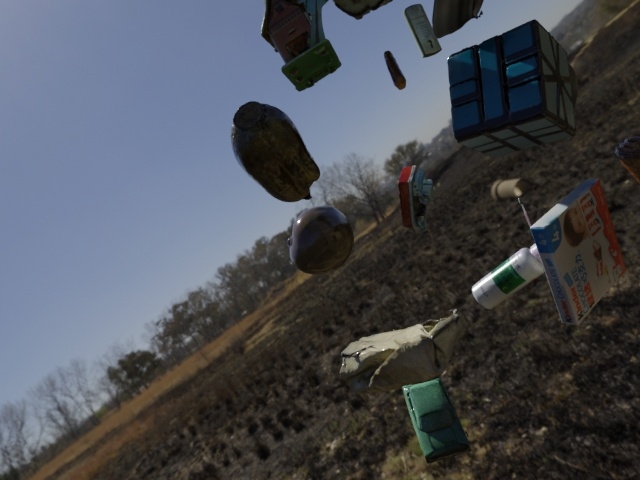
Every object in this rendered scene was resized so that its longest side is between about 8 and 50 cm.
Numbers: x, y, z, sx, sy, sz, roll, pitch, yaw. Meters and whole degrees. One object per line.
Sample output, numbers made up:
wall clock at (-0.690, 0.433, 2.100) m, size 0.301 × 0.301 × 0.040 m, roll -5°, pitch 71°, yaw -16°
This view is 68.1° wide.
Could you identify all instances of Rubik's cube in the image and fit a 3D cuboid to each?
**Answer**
Rubik's cube at (0.572, -0.436, 1.429) m, size 0.293 × 0.289 × 0.283 m, roll 6°, pitch -10°, yaw -43°

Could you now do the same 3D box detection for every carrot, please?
carrot at (0.240, -0.555, 1.538) m, size 0.042 × 0.171 × 0.042 m, roll -9°, pitch -33°, yaw -6°

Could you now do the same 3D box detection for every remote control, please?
remote control at (0.446, -0.921, 2.082) m, size 0.098 × 0.234 × 0.038 m, roll -24°, pitch -2°, yaw -13°

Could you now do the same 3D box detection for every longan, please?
longan at (0.003, 0.003, 1.980) m, size 0.297 × 0.297 × 0.297 m, roll -39°, pitch -1°, yaw -1°

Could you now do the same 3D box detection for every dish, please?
dish at (0.412, -0.722, 1.326) m, size 0.316 × 0.106 × 0.317 m, roll -50°, pitch -29°, yaw -42°

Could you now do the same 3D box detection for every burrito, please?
burrito at (0.198, 0.266, 1.093) m, size 0.190 × 0.135 × 0.331 m, roll -13°, pitch -13°, yaw -37°

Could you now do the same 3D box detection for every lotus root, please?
lotus root at (-0.108, -0.195, 1.090) m, size 0.152 × 0.160 × 0.275 m, roll -44°, pitch -39°, yaw -5°

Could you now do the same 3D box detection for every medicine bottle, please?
medicine bottle at (0.575, 0.101, 1.408) m, size 0.260 × 0.095 × 0.095 m, roll -45°, pitch -4°, yaw 32°

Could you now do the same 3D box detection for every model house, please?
model house at (-0.045, -0.811, 1.786) m, size 0.339 × 0.324 × 0.300 m, roll -30°, pitch -3°, yaw 12°

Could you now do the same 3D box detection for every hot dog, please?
hot dog at (1.222, -0.285, 1.757) m, size 0.122 × 0.272 × 0.196 m, roll -60°, pitch 24°, yaw 2°

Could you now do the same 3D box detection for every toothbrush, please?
toothbrush at (0.931, -0.107, 2.137) m, size 0.017 × 0.195 × 0.014 m, roll 6°, pitch -29°, yaw -39°

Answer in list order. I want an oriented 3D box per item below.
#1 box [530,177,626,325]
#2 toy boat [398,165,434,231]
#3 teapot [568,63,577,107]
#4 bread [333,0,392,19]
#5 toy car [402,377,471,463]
box at (0.646, 0.025, 1.175) m, size 0.264 × 0.274 × 0.048 m, roll -34°, pitch 18°, yaw -26°
toy boat at (0.422, -0.159, 2.040) m, size 0.133 × 0.332 × 0.145 m, roll 4°, pitch 48°, yaw 20°
teapot at (0.747, -0.562, 1.858) m, size 0.375 × 0.306 × 0.361 m, roll -10°, pitch 17°, yaw -30°
bread at (0.197, -0.897, 1.554) m, size 0.394 × 0.239 × 0.264 m, roll -27°, pitch 18°, yaw 12°
toy car at (0.334, 0.496, 1.434) m, size 0.141 × 0.097 × 0.321 m, roll -18°, pitch 37°, yaw 3°
